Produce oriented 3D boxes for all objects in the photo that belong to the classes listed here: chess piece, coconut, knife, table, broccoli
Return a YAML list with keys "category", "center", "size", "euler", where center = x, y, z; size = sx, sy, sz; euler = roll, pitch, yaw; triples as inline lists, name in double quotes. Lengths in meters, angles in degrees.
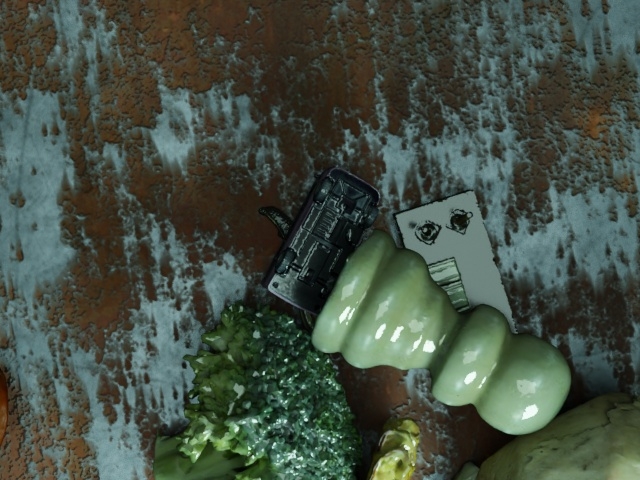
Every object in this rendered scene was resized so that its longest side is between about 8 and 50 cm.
- category: "chess piece"
  center: [0.170, 0.139, 1.552]
  size: [0.330, 0.182, 0.182]
  euler: [29, 91, 9]
- category: "coconut"
  center: [0.387, 0.374, 1.600]
  size: [0.352, 0.352, 0.353]
  euler: [0, 94, -3]
- category: "knife"
  center: [-0.031, 0.050, 1.709]
  size: [0.045, 0.021, 0.222]
  euler: [-21, 91, -3]
- category: "table"
  center: [0.200, 0.059, 1.679]
  size: [0.121, 0.111, 0.240]
  euler: [-18, 94, -1]
- category: "broccoli"
  center: [-0.080, 0.292, 1.606]
  size: [0.338, 0.277, 0.317]
  euler: [41, 110, 3]

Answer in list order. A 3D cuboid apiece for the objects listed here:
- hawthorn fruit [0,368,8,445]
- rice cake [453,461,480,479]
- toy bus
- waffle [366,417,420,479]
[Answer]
- category: "hawthorn fruit"
  center: [-0.518, 0.252, 1.615]
  size: [0.185, 0.185, 0.202]
  euler: [-4, 98, -3]
- category: "rice cake"
  center: [0.160, 0.438, 1.729]
  size: [0.052, 0.057, 0.256]
  euler: [37, 91, -22]
- category: "toy bus"
  center: [0.000, 0.000, 1.652]
  size: [0.096, 0.108, 0.199]
  euler: [29, 84, -13]
- category: "waffle"
  center: [0.079, 0.393, 1.610]
  size: [0.065, 0.309, 0.283]
  euler: [11, 124, 8]
